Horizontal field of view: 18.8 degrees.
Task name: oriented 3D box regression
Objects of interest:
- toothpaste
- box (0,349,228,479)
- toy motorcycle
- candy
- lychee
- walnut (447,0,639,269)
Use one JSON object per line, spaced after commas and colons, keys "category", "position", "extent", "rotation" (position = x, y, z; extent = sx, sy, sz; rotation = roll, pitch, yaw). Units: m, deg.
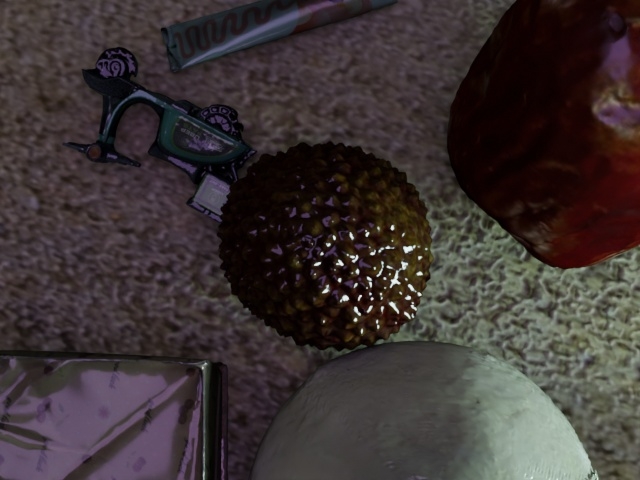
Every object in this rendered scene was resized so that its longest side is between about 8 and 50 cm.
{"category": "toothpaste", "position": [-0.036, -0.194, 1.674], "extent": [0.205, 0.036, 0.056], "rotation": [-16, 48, 0]}
{"category": "box", "position": [-0.228, 0.203, 1.585], "extent": [0.297, 0.190, 0.225], "rotation": [1, 86, 0]}
{"category": "toy motorcycle", "position": [-0.137, -0.092, 1.661], "extent": [0.173, 0.058, 0.100], "rotation": [28, 94, 0]}
{"category": "candy", "position": [0.085, 0.217, 1.584], "extent": [0.295, 0.185, 0.295], "rotation": [0, 93, 1]}
{"category": "lychee", "position": [0.000, 0.000, 1.589], "extent": [0.188, 0.188, 0.188], "rotation": [0, 88, 0]}
{"category": "walnut", "position": [0.214, -0.119, 1.572], "extent": [0.222, 0.269, 0.244], "rotation": [12, 51, -36]}
